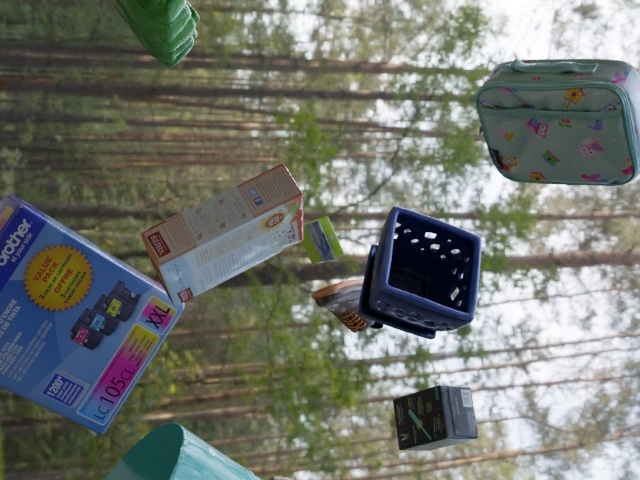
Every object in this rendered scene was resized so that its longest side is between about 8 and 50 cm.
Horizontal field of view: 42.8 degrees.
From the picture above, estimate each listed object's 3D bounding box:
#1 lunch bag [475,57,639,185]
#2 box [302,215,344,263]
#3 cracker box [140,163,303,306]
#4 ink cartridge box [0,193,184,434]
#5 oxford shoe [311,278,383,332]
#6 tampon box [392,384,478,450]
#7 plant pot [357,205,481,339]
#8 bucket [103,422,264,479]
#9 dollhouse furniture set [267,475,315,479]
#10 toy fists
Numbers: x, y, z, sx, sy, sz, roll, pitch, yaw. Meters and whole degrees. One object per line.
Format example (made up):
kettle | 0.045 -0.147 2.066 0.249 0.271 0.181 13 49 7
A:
lunch bag | 0.403 -0.204 1.389 0.279 0.108 0.224 7 -41 37
box | 0.000 0.000 2.112 0.109 0.042 0.178 65 -21 -3
cracker box | -0.139 -0.006 1.218 0.067 0.232 0.156 57 -15 21
ink cartridge box | -0.467 0.108 1.349 0.270 0.395 0.151 -59 -151 -8
oxford shoe | 0.098 0.191 2.329 0.130 0.363 0.133 -20 -107 28
tampon box | 0.259 0.404 1.853 0.161 0.101 0.120 -31 -123 47
plant pot | 0.222 0.093 1.919 0.212 0.236 0.236 126 -19 -56
bucket | -0.200 0.398 1.104 0.281 0.183 0.281 -42 -162 17
dollhouse furniture set | -0.007 0.803 1.954 0.256 0.394 0.362 -45 -134 27
toy fists | -0.268 -0.374 1.357 0.142 0.096 0.279 54 -9 -7
